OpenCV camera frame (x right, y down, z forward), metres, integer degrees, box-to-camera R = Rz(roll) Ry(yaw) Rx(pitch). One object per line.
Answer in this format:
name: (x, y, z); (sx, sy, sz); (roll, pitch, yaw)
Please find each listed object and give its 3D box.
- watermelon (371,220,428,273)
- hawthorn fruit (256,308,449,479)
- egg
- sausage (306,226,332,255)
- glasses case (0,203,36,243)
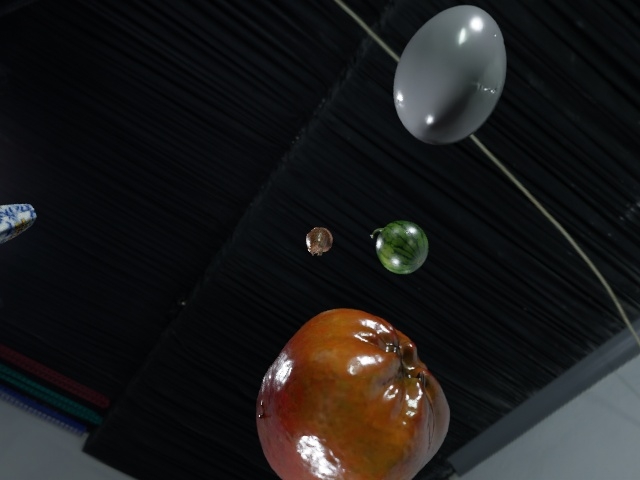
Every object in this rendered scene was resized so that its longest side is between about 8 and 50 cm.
watermelon: (0.151, 0.009, 0.870); (0.109, 0.109, 0.109); (-53, 13, 18)
hawthorn fruit: (0.021, 0.213, 0.572); (0.261, 0.224, 0.224); (-44, 17, 28)
egg: (0.179, -0.228, 0.645); (0.146, 0.146, 0.199); (177, 114, -75)
sausage: (0.000, 0.000, 0.730); (0.036, 0.042, 0.158); (-29, 0, 5)
glasses case: (-0.573, -0.009, 0.755); (0.086, 0.065, 0.248); (-31, 7, 19)
